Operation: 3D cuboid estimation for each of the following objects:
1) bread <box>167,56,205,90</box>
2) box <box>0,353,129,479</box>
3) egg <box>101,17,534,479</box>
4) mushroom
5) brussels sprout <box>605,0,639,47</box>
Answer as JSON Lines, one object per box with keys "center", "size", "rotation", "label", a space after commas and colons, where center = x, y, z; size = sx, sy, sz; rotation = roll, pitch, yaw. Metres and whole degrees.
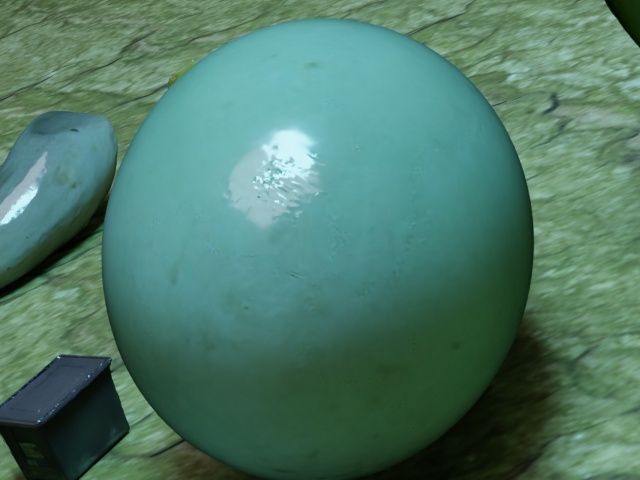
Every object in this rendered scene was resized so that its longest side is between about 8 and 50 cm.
{"center": [-0.024, -0.090, 1.551], "size": [0.179, 0.133, 0.250], "rotation": [-30, 28, -31], "label": "bread"}
{"center": [-0.185, 0.130, 1.298], "size": [0.060, 0.063, 0.085], "rotation": [-2, 31, 41], "label": "box"}
{"center": [0.000, 0.000, 1.160], "size": [0.276, 0.276, 0.389], "rotation": [-15, 25, 13], "label": "egg"}
{"center": [-0.283, -0.024, 1.667], "size": [0.118, 0.103, 0.270], "rotation": [0, 37, 39], "label": "mushroom"}
{"center": [0.356, -0.243, 1.232], "size": [0.361, 0.425, 0.342], "rotation": [4, 64, -14], "label": "brussels sprout"}
